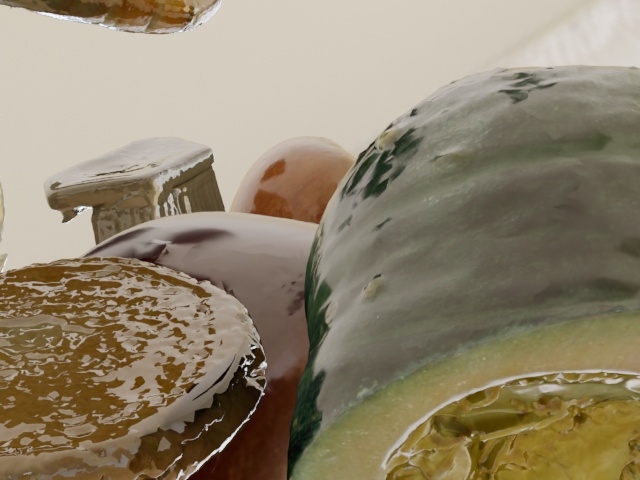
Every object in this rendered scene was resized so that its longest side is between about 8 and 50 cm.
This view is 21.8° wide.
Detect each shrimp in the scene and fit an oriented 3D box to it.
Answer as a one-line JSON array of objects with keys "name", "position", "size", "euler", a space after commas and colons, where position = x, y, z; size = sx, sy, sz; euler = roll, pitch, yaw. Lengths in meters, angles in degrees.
[{"name": "shrimp", "position": [-0.187, -0.234, 1.160], "size": [0.262, 0.198, 0.051], "euler": [-2, -27, -38]}]

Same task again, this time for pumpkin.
[{"name": "pumpkin", "position": [0.121, 0.039, 0.703], "size": [0.263, 0.197, 0.293], "euler": [-14, -38, 11]}]

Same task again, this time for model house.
[{"name": "model house", "position": [-0.148, -0.002, 1.568], "size": [0.122, 0.188, 0.229], "euler": [-17, 9, 26]}]

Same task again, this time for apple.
[{"name": "apple", "position": [0.000, 0.000, 1.690], "size": [0.173, 0.210, 0.235], "euler": [-43, 1, -2]}]

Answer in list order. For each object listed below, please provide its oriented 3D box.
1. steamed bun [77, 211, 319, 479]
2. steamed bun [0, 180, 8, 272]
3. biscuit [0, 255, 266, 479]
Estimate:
[{"name": "steamed bun", "position": [-0.054, 0.120, 0.982], "size": [0.379, 0.235, 0.248], "euler": [-38, -51, -45]}, {"name": "steamed bun", "position": [-0.449, 0.015, 1.423], "size": [0.394, 0.346, 0.237], "euler": [-56, -17, 23]}, {"name": "biscuit", "position": [-0.129, 0.064, 0.715], "size": [0.226, 0.226, 0.042], "euler": [-26, -59, -41]}]
